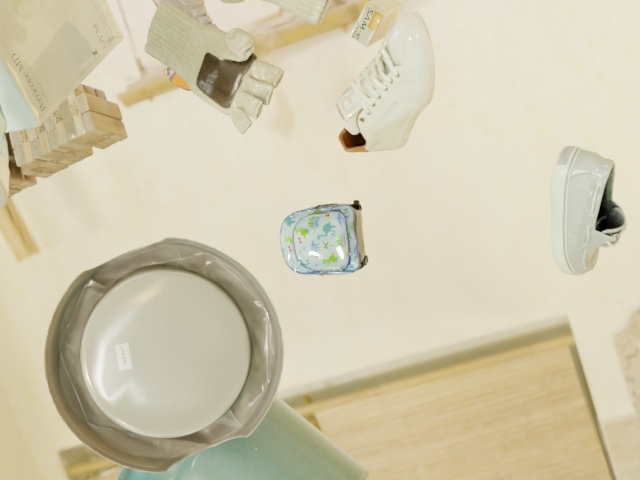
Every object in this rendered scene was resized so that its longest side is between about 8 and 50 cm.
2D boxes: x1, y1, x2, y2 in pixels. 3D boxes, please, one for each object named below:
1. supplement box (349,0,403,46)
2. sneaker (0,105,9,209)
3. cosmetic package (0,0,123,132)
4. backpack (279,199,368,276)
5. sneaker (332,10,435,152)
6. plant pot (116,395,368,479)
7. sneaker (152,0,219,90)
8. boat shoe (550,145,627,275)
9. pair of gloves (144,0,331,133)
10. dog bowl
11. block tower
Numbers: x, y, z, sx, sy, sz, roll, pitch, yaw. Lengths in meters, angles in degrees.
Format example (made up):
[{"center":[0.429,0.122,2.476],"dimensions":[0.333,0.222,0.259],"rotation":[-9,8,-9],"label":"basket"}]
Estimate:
[{"center":[0.090,-0.353,1.487],"dimensions":[0.062,0.036,0.098],"rotation":[-62,-10,30],"label":"supplement box"},{"center":[-0.387,-0.162,0.841],"dimensions":[0.135,0.150,0.366],"rotation":[-9,-27,-5],"label":"sneaker"},{"center":[-0.380,-0.278,1.105],"dimensions":[0.138,0.224,0.225],"rotation":[-4,38,26],"label":"cosmetic package"},{"center":[0.000,0.000,1.318],"dimensions":[0.114,0.105,0.084],"rotation":[-6,0,19],"label":"backpack"},{"center":[0.089,-0.217,1.384],"dimensions":[0.123,0.106,0.290],"rotation":[-14,-28,-16],"label":"sneaker"},{"center":[-0.119,0.410,1.594],"dimensions":[0.341,0.334,0.341],"rotation":[-54,-13,-19],"label":"plant pot"},{"center":[-0.318,-0.461,2.085],"dimensions":[0.124,0.321,0.180],"rotation":[-16,-22,-32],"label":"sneaker"},{"center":[0.339,-0.024,1.159],"dimensions":[0.081,0.227,0.079],"rotation":[18,60,30],"label":"boat shoe"},{"center":[-0.106,-0.273,1.104],"dimensions":[0.042,0.204,0.240],"rotation":[-25,-28,-58],"label":"pair of gloves"},{"center":[-0.233,0.168,1.405],"dimensions":[0.348,0.349,0.102],"rotation":[-20,2,-7],"label":"dog bowl"},{"center":[-0.470,-0.142,1.461],"dimensions":[0.335,0.091,0.097],"rotation":[-22,-12,19],"label":"block tower"}]
